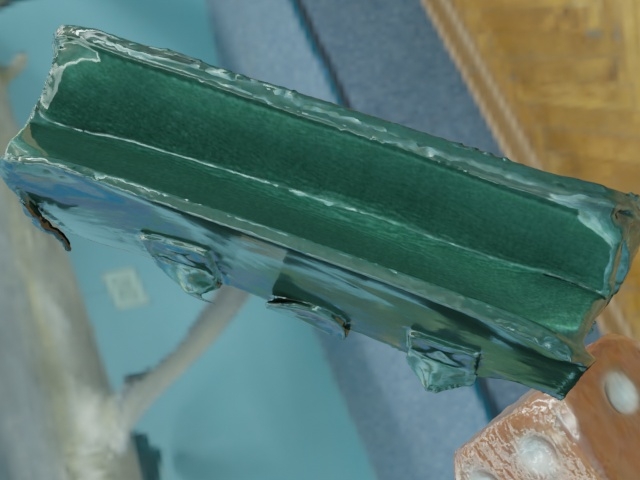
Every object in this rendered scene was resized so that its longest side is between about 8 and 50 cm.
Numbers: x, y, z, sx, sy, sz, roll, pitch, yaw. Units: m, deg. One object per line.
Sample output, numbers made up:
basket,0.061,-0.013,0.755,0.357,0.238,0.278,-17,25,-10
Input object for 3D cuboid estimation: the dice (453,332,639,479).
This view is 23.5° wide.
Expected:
dice,0.243,0.204,1.388,0.179,0.175,0.174,54,134,9

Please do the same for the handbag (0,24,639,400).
handbag,0.000,0.000,0.846,0.238,0.326,0.089,79,-151,-74
